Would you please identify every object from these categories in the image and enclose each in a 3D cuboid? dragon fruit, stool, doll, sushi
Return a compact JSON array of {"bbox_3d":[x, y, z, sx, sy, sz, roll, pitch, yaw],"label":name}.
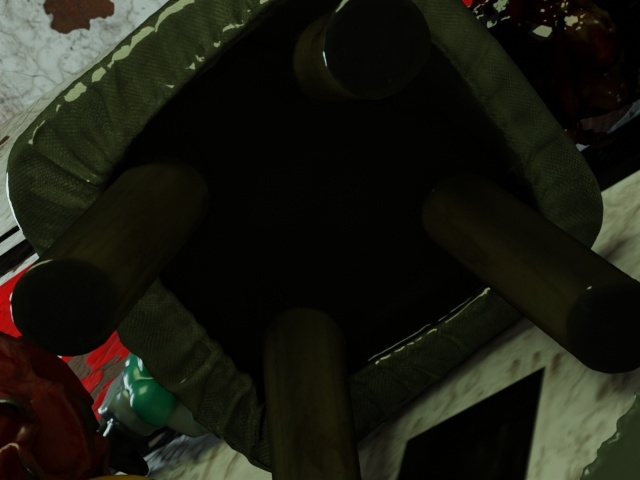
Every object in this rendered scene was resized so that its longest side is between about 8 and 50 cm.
[{"bbox_3d":[-0.267,0.178,1.410,0.234,0.234,0.293,-44,-6,-14],"label":"dragon fruit"},{"bbox_3d":[0.000,0.000,1.120,0.310,0.310,0.226,-40,17,8],"label":"stool"},{"bbox_3d":[-0.074,0.060,1.459,0.258,0.153,0.195,-47,26,45],"label":"doll"},{"bbox_3d":[0.174,-0.144,1.391,0.150,0.153,0.172,-24,31,-21],"label":"sushi"}]

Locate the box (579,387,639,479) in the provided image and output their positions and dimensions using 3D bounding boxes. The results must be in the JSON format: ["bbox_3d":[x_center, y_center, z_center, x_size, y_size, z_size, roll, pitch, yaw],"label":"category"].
[{"bbox_3d":[0.191,0.108,0.645,0.138,0.178,0.274,-15,30,54],"label":"box"}]

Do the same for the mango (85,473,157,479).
[{"bbox_3d":[-0.173,0.231,1.215,0.154,0.126,0.252,-52,-4,41],"label":"mango"}]
